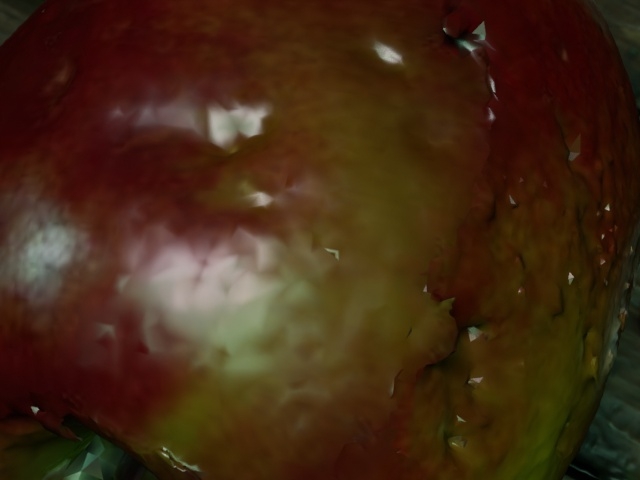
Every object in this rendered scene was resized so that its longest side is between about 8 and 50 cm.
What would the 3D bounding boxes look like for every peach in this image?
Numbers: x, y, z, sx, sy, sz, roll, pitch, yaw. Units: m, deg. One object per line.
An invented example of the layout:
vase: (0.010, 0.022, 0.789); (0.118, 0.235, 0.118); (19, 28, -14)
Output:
peach: (0.000, 0.000, 0.671); (0.339, 0.353, 0.416); (37, 44, 2)
